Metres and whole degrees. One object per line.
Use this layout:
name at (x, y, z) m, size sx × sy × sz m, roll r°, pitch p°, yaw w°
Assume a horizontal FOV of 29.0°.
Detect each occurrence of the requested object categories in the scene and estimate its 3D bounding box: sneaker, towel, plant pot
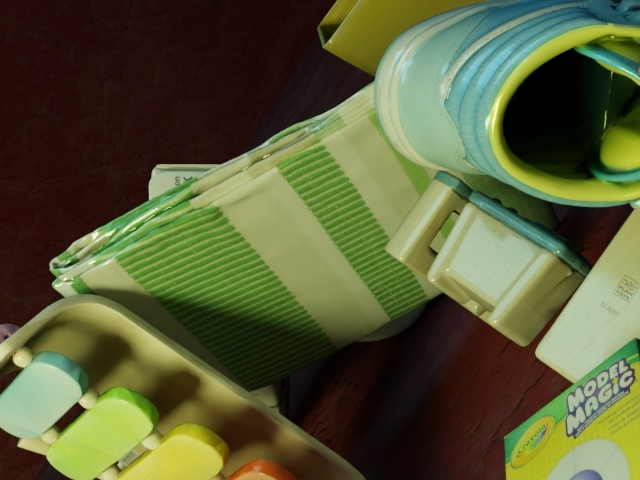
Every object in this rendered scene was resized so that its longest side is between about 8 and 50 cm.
sneaker at (0.207, -0.105, 0.717) m, size 0.319 × 0.127 × 0.208 m, roll -24°, pitch 20°, yaw -9°
towel at (0.000, 0.000, 0.901) m, size 0.325 × 0.248 × 0.038 m, roll -30°, pitch 51°, yaw 5°
plant pot at (0.136, -0.273, 1.486) m, size 0.212 × 0.187 × 0.212 m, roll -52°, pitch 12°, yaw 11°

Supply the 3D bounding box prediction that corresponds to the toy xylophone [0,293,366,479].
toy xylophone at (-0.110, 0.167, 0.882) m, size 0.236 × 0.323 × 0.081 m, roll -53°, pitch 8°, yaw 49°

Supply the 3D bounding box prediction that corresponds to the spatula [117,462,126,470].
spatula at (-0.200, 0.281, 1.422) m, size 0.019 × 0.168 × 0.242 m, roll 20°, pitch 66°, yaw 34°

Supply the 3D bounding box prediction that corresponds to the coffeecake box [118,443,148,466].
coffeecake box at (-0.131, 0.185, 1.342) m, size 0.068 × 0.142 × 0.185 m, roll -45°, pitch 14°, yaw 38°

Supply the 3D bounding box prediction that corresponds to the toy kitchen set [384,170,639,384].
toy kitchen set at (0.170, 0.023, 0.799) m, size 0.207 × 0.166 × 0.122 m, roll 37°, pitch 92°, yaw 42°

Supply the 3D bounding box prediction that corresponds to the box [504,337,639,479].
box at (0.138, 0.127, 0.597) m, size 0.105 × 0.043 × 0.179 m, roll -47°, pitch 21°, yaw 34°

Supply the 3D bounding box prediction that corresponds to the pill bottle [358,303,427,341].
pill bottle at (0.052, -0.023, 1.217) m, size 0.136 × 0.136 × 0.245 m, roll -48°, pitch 13°, yaw 30°

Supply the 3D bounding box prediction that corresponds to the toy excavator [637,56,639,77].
toy excavator at (0.319, -0.165, 0.431) m, size 0.433 × 0.222 × 0.445 m, roll -48°, pitch 4°, yaw 21°

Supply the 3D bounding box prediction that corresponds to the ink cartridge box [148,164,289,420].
ink cartridge box at (-0.090, 0.068, 1.166) m, size 0.273 × 0.114 × 0.196 m, roll 84°, pitch -174°, yaw -71°
